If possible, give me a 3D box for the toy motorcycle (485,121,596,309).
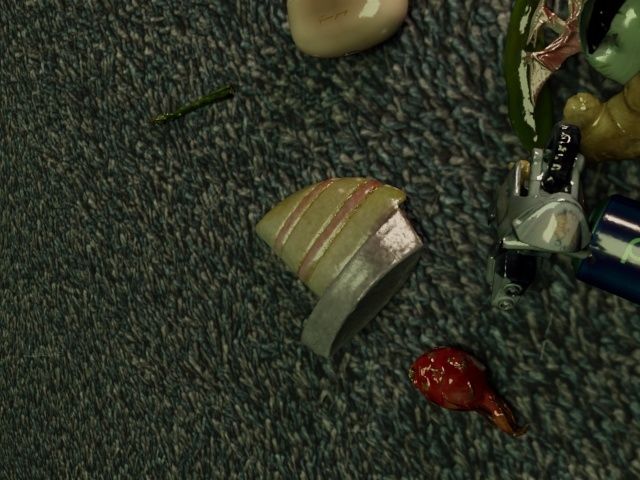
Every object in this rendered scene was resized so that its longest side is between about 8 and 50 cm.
[{"bbox_3d":[0.256,-0.005,0.698,0.105,0.159,0.271,10,140,5],"label":"toy motorcycle"}]

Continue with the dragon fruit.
[{"bbox_3d":[0.224,0.218,0.851,0.190,0.094,0.094,28,112,5],"label":"dragon fruit"}]

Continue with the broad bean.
[{"bbox_3d":[0.277,-0.232,0.769,0.065,0.046,0.255,1,96,20],"label":"broad bean"}]

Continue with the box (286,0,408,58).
[{"bbox_3d":[0.038,-0.361,0.885,0.200,0.088,0.146,-4,95,33],"label":"box"}]

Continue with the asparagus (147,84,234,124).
[{"bbox_3d":[-0.258,-0.262,1.135,0.232,0.022,0.023,-11,134,32],"label":"asparagus"}]

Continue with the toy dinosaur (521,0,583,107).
[{"bbox_3d":[0.312,-0.269,0.724,0.108,0.032,0.220,22,89,6],"label":"toy dinosaur"}]

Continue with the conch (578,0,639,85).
[{"bbox_3d":[0.385,-0.272,0.636,0.199,0.131,0.172,33,148,-13],"label":"conch"}]

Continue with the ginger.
[{"bbox_3d":[0.348,-0.126,0.681,0.333,0.147,0.081,-36,41,51],"label":"ginger"}]

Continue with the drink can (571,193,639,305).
[{"bbox_3d":[0.410,0.029,0.672,0.204,0.118,0.118,25,109,30],"label":"drink can"}]

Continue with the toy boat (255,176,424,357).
[{"bbox_3d":[0.026,0.010,0.937,0.276,0.111,0.294,-38,65,24],"label":"toy boat"}]
